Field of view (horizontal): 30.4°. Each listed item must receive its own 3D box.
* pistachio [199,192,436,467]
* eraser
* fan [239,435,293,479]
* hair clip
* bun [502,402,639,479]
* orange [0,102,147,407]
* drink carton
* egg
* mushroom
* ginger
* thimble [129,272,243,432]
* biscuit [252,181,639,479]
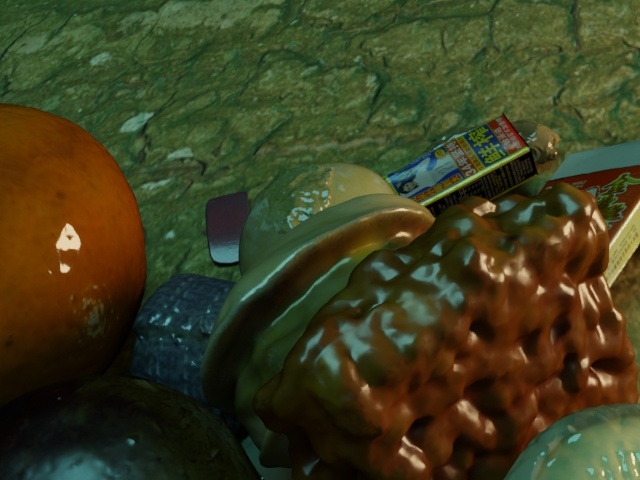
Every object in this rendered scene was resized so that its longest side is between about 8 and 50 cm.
[{"bbox_3d":[0.039,0.078,1.035,0.229,0.238,0.321,40,36,26],"label":"pistachio"},{"bbox_3d":[0.275,-0.024,1.222,0.157,0.038,0.230,-9,32,50],"label":"eraser"},{"bbox_3d":[-0.088,0.243,1.074,0.415,0.012,0.233,-3,39,13],"label":"fan"},{"bbox_3d":[-0.109,-0.021,1.401,0.054,0.022,0.137,-11,38,0],"label":"hair clip"},{"bbox_3d":[0.236,0.261,0.818,0.287,0.146,0.287,5,57,-8],"label":"bun"},{"bbox_3d":[-0.376,0.046,1.143,0.424,0.326,0.424,-10,21,4],"label":"orange"},{"bbox_3d":[0.152,-0.069,1.318,0.166,0.056,0.071,-28,46,1],"label":"drink carton"},{"bbox_3d":[0.002,-0.002,1.229,0.164,0.164,0.201,17,43,34],"label":"egg"},{"bbox_3d":[-0.185,0.277,0.894,0.345,0.345,0.239,8,0,26],"label":"mushroom"},{"bbox_3d":[0.196,-0.108,1.393,0.174,0.051,0.069,-12,48,14],"label":"ginger"},{"bbox_3d":[-0.108,0.109,1.141,0.098,0.150,0.150,8,44,27],"label":"thimble"},{"bbox_3d":[0.119,0.130,0.906,0.318,0.312,0.111,-35,32,-28],"label":"biscuit"}]
